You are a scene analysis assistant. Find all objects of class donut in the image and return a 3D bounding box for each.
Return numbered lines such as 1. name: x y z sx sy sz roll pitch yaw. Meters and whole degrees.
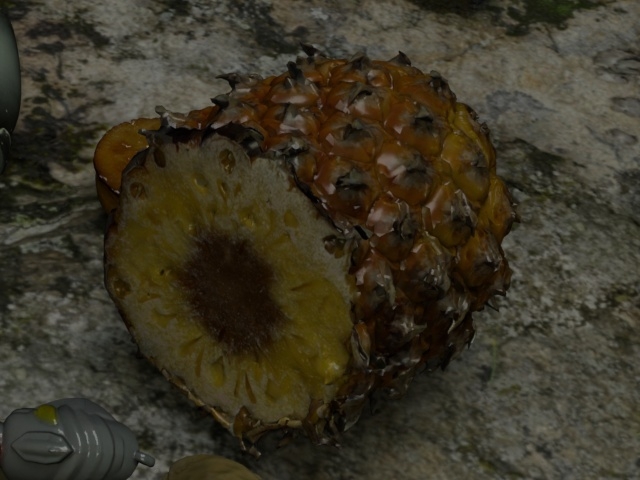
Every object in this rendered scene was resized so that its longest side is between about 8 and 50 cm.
1. donut: -0.157 -0.056 1.917 0.152 0.058 0.152 8 43 -7

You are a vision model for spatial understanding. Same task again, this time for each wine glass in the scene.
1. wine glass: -0.358 -0.149 1.926 0.111 0.111 0.204 5 43 -9

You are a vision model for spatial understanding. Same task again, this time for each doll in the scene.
1. doll: -0.213 0.156 1.416 0.180 0.094 0.079 1 83 1

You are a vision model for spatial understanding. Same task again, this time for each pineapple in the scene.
1. pineapple: 0.003 0.000 1.713 0.352 0.352 0.300 39 38 26

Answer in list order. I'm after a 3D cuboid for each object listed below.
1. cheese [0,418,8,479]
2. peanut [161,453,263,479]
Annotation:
1. cheese: -0.274 0.276 1.425 0.292 0.153 0.332 -10 39 -23
2. peanut: -0.069 0.287 1.513 0.130 0.130 0.290 -3 44 -18
